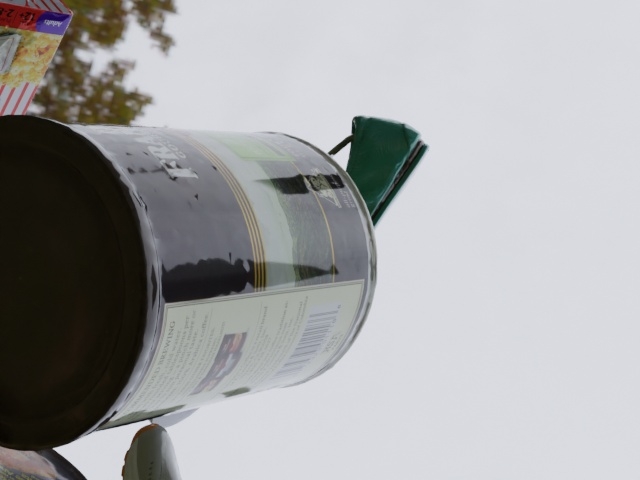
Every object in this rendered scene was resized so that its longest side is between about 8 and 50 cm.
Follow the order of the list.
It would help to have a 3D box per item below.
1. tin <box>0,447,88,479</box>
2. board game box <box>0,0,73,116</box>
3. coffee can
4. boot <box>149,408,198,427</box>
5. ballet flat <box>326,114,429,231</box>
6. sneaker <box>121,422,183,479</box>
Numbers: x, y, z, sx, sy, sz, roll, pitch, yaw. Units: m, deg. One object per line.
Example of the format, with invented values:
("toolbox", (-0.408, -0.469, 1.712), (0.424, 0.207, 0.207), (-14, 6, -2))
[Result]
("tin", (-0.220, 0.144, 0.837), (0.040, 0.189, 0.106), (-52, -161, 3))
("board game box", (-0.301, -0.120, 1.036), (0.045, 0.147, 0.193), (48, -61, 30))
("coffee can", (-0.113, 0.021, 0.897), (0.201, 0.275, 0.201), (1, -87, 31))
("boot", (-0.129, 0.062, 1.362), (0.123, 0.095, 0.258), (42, -75, 30))
("ballet flat", (0.000, 0.000, 1.082), (0.087, 0.083, 0.247), (27, -107, 6))
("sneaker", (-0.109, 0.297, 1.253), (0.121, 0.099, 0.262), (-14, -88, 5))
